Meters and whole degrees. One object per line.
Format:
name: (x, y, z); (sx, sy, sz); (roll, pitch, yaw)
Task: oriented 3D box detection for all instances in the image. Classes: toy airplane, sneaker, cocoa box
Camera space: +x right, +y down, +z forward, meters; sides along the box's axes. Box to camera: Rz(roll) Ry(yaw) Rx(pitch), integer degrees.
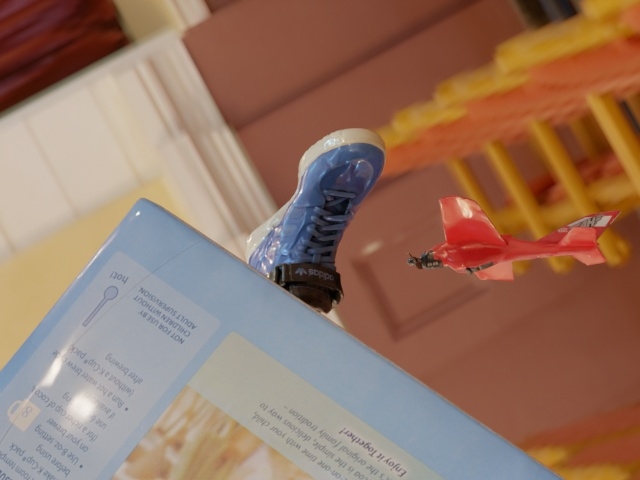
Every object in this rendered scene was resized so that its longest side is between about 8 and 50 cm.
toy airplane: (0.133, 0.005, 1.225); (0.151, 0.151, 0.028); (75, -170, -65)
sneaker: (0.001, 0.000, 1.158); (0.152, 0.058, 0.085); (-48, 40, 39)
cocoa box: (-0.012, 0.182, 0.982); (0.347, 0.231, 0.228); (33, 169, 30)
